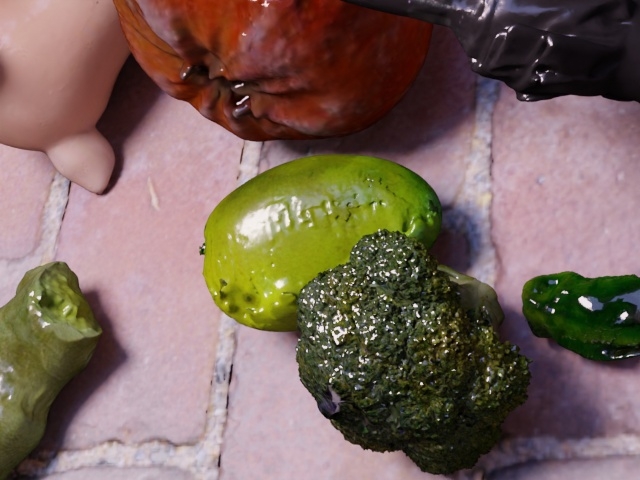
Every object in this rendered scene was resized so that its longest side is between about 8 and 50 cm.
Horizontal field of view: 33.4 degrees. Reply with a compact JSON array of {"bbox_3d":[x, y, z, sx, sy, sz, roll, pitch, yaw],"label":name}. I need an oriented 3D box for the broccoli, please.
[{"bbox_3d":[0.056,0.074,0.660,0.162,0.137,0.145,60,144,3],"label":"broccoli"}]

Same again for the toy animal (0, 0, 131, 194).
[{"bbox_3d":[-0.250,-0.209,0.948,0.212,0.195,0.256,19,78,43],"label":"toy animal"}]

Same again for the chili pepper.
[{"bbox_3d":[0.211,0.026,0.644,0.182,0.050,0.073,-25,59,19],"label":"chili pepper"}]

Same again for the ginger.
[{"bbox_3d":[-0.284,0.140,0.850,0.137,0.089,0.290,31,87,19],"label":"ginger"}]

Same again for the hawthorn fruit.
[{"bbox_3d":[-0.017,-0.213,0.794,0.241,0.242,0.272,17,68,35],"label":"hawthorn fruit"}]

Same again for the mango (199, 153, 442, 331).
[{"bbox_3d":[0.000,0.000,0.751,0.178,0.100,0.119,-16,74,15],"label":"mango"}]

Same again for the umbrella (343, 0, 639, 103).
[{"bbox_3d":[0.162,-0.125,0.640,0.340,0.118,0.118,16,72,5],"label":"umbrella"}]
